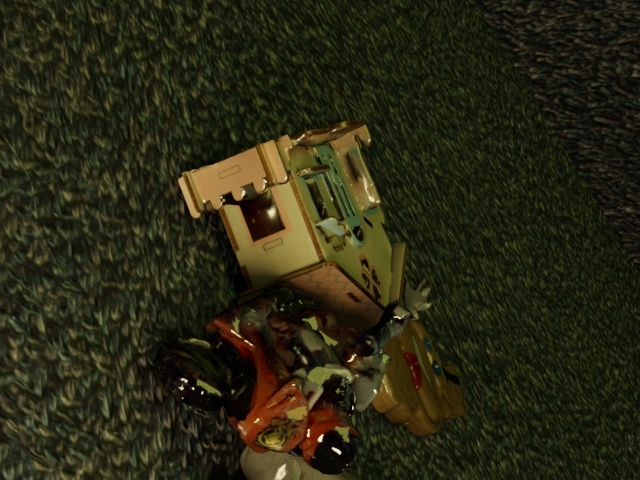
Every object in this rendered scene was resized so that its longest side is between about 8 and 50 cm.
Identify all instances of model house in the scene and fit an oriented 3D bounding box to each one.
[{"bbox_3d":[0.000,0.000,2.123,0.244,0.169,0.326,71,19,2],"label":"model house"}]

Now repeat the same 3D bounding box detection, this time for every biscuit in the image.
[{"bbox_3d":[0.126,0.173,2.460,0.320,0.047,0.183,39,38,-57],"label":"biscuit"}]

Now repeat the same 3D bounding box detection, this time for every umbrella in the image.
[{"bbox_3d":[0.017,0.282,2.018,0.337,0.067,0.073,38,23,-55],"label":"umbrella"}]

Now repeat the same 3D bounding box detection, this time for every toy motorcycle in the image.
[{"bbox_3d":[-0.002,0.126,1.914,0.207,0.134,0.401,39,27,12],"label":"toy motorcycle"}]
